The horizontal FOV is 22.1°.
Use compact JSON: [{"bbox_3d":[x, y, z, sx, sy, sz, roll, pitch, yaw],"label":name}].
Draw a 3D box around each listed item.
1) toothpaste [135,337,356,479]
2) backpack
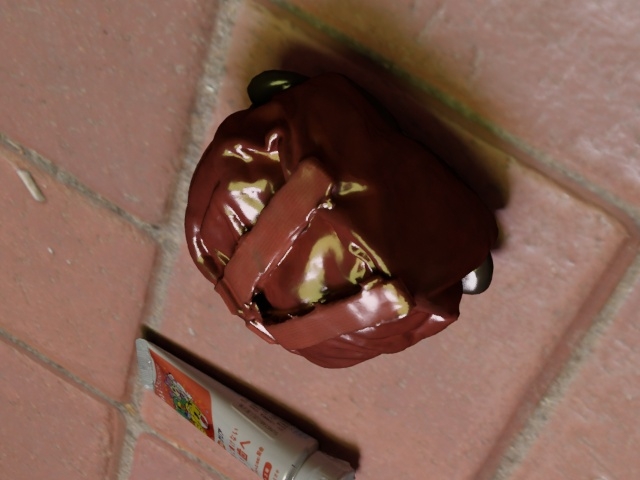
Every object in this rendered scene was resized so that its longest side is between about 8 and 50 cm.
[{"bbox_3d":[-0.075,0.169,1.504,0.234,0.057,0.089,32,149,21],"label":"toothpaste"},{"bbox_3d":[0.001,-0.002,1.148,0.229,0.139,0.229,20,139,18],"label":"backpack"}]
